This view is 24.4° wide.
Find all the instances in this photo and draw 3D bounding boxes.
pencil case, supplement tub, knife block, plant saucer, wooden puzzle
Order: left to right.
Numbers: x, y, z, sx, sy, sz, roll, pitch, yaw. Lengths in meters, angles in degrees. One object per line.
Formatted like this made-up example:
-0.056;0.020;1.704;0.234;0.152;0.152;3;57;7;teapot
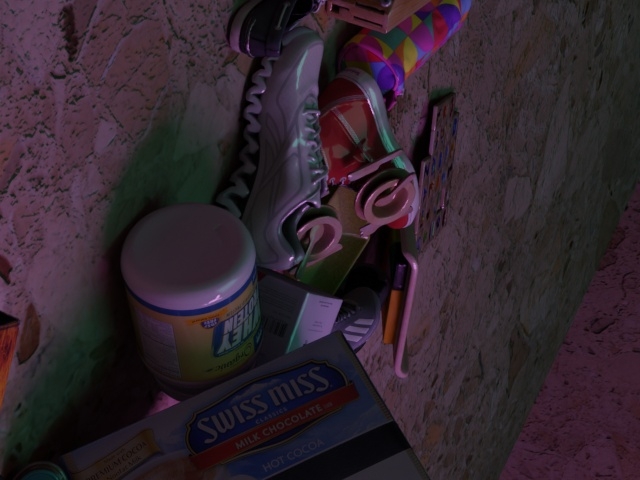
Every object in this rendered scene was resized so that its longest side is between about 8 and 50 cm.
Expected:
-0.137;0.072;1.620;0.144;0.144;0.199;-53;154;-35;supplement tub
0.000;0.000;2.020;0.188;0.045;0.188;-56;156;-30;plant saucer
0.118;0.055;2.260;0.221;0.044;0.238;-91;-178;-55;wooden puzzle
0.113;-0.272;1.965;0.236;0.104;0.104;-51;152;-38;pencil case
0.126;-0.363;1.926;0.275;0.088;0.242;-66;158;-9;knife block

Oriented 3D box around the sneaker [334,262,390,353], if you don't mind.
0.026;0.146;2.144;0.267;0.101;0.106;-47;152;-43;sneaker

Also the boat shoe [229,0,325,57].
-0.025;-0.267;1.682;0.206;0.065;0.075;-49;151;-41;boat shoe

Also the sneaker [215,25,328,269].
-0.037;-0.104;1.740;0.110;0.118;0.292;-4;112;-65;sneaker

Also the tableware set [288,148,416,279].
0.039;-0.027;1.868;0.194;0.039;0.128;-27;141;-10;tableware set

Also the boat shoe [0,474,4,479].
-0.347;0.294;1.458;0.142;0.049;0.040;-70;159;-3;boat shoe

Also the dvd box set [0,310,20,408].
-0.411;0.275;1.266;0.307;0.062;0.420;-14;122;-64;dvd box set

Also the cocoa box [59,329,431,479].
-0.079;0.300;1.633;0.347;0.228;0.231;-23;152;-16;cocoa box

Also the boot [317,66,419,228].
0.028;-0.076;1.899;0.176;0.088;0.244;-46;130;-26;boot

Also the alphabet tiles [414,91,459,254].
0.185;-0.110;2.351;0.198;0.009;0.237;-39;137;-65;alphabet tiles

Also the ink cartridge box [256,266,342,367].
-0.076;0.128;1.842;0.176;0.128;0.127;-68;159;1;ink cartridge box

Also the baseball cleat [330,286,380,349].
0.023;0.113;2.020;0.206;0.072;0.109;-54;149;-41;baseball cleat

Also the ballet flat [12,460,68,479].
-0.303;0.308;1.574;0.068;0.072;0.213;-88;-173;-63;ballet flat
